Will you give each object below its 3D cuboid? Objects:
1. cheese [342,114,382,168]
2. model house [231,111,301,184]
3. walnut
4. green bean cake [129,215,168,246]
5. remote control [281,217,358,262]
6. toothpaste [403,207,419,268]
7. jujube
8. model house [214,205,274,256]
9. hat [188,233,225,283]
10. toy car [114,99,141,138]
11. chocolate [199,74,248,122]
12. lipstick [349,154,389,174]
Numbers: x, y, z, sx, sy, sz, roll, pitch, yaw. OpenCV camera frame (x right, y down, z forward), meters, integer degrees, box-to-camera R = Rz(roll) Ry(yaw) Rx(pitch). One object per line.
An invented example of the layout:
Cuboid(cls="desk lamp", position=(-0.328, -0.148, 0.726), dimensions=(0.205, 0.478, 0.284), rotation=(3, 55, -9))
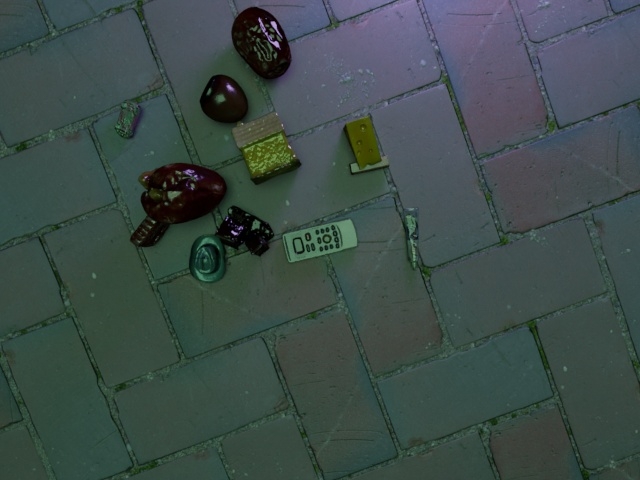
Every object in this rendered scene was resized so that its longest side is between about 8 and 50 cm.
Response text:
Cuboid(cls="cheese", position=(0.158, -0.358, 1.535), dimensions=(0.093, 0.126, 0.171), rotation=(-22, 97, 1))
Cuboid(cls="model house", position=(-0.202, -0.342, 1.503), dimensions=(0.193, 0.175, 0.234), rotation=(-23, 96, 1))
Cuboid(cls="walnut", position=(-0.493, -0.177, 1.486), dimensions=(0.244, 0.269, 0.222), rotation=(37, 117, 34))
Cuboid(cls="green bean cake", position=(-0.622, -0.037, 1.535), dimensions=(0.056, 0.135, 0.135), rotation=(36, 93, 1))
Cuboid(cls="remote control", position=(0.000, 0.000, 1.593), dimensions=(0.285, 0.038, 0.123), rotation=(-12, 93, 0))
Cuboid(cls="toothpaste", position=(0.354, -0.009, 1.598), dimensions=(0.060, 0.038, 0.233), rotation=(-4, 91, -3))
Cuboid(cls="jujube", position=(-0.210, -0.705, 1.481), dimensions=(0.183, 0.183, 0.243), rotation=(-31, 82, 1))
Cuboid(cls="model house", position=(-0.274, -0.029, 1.528), dimensions=(0.203, 0.164, 0.141), rotation=(21, 98, -4))
Cuboid(cls="hat", position=(-0.431, 0.073, 1.572), dimensions=(0.138, 0.078, 0.191), rotation=(0, 93, 1))
Cuboid(cls="toy car", position=(-0.714, -0.452, 1.552), dimensions=(0.069, 0.055, 0.142), rotation=(26, 103, 6))
Cuboid(cls="chocolate", position=(-0.345, -0.506, 1.513), dimensions=(0.176, 0.177, 0.177), rotation=(0, 93, -1))
Cuboid(cls="lipstick", position=(0.184, -0.285, 1.576), dimensions=(0.145, 0.045, 0.045), rotation=(-12, 91, 1))
